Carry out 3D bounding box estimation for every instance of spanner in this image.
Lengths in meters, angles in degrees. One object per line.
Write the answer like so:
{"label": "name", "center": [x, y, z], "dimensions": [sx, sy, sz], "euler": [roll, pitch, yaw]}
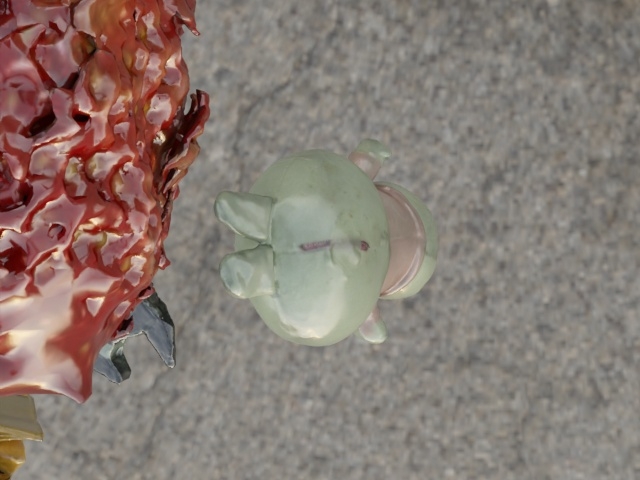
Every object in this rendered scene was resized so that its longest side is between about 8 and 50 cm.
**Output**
{"label": "spanner", "center": [-0.161, -0.047, 0.971], "dimensions": [0.087, 0.024, 0.316], "euler": [0, 109, 33]}

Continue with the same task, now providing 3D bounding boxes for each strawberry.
{"label": "strawberry", "center": [-0.125, -0.041, 0.498], "dimensions": [0.187, 0.184, 0.201], "euler": [6, 130, -48]}

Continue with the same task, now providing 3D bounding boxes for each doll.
{"label": "doll", "center": [0.013, 0.000, 1.013], "dimensions": [0.113, 0.275, 0.155], "euler": [-1, 89, 17]}

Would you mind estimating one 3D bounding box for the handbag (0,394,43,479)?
{"label": "handbag", "center": [-0.468, 0.166, 1.320], "dimensions": [0.401, 0.283, 0.133], "euler": [16, 83, -13]}
